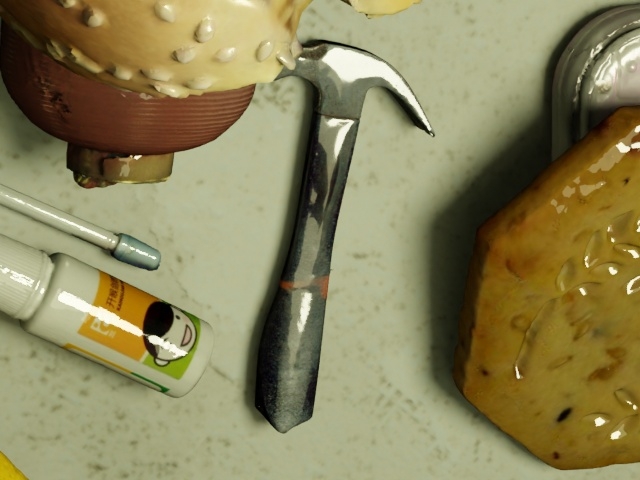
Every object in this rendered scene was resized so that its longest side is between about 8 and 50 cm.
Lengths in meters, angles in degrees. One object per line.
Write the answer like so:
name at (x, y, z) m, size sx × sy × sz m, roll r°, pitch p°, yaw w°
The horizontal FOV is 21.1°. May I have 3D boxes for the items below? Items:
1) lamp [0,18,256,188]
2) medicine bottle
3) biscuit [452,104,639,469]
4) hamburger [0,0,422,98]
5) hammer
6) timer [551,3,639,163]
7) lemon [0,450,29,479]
lamp at (-0.114, -0.156, 1.098) m, size 0.180 × 0.180 × 0.258 m, roll 0°, pitch 106°, yaw -18°
medicine bottle at (-0.175, 0.027, 1.198) m, size 0.221 × 0.061 × 0.092 m, roll 27°, pitch 73°, yaw -23°
biscuit at (0.265, 0.039, 1.291) m, size 0.359 × 0.046 × 0.359 m, roll -11°, pitch 128°, yaw -14°
hamburger at (-0.135, -0.295, 0.886) m, size 0.268 × 0.445 × 0.287 m, roll -30°, pitch 145°, yaw -2°
hammer at (0.000, 0.000, 1.253) m, size 0.137 × 0.037 × 0.290 m, roll 5°, pitch 104°, yaw -17°
timer at (0.277, -0.085, 1.299) m, size 0.208 × 0.069 × 0.190 m, roll -9°, pitch 112°, yaw -16°
lemon at (-0.285, 0.200, 1.142) m, size 0.257 × 0.188 × 0.188 m, roll 33°, pitch 94°, yaw -24°
